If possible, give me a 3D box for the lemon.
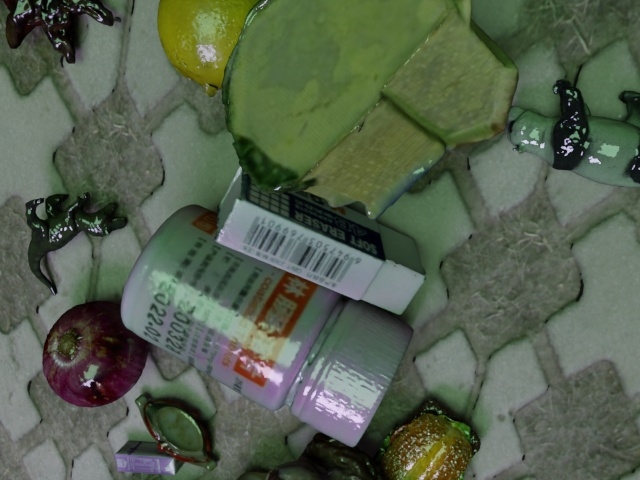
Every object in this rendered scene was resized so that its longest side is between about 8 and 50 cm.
[{"bbox_3d":[-0.142,-0.309,0.954,0.173,0.173,0.206,-11,98,17],"label":"lemon"}]

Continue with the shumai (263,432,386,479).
[{"bbox_3d":[0.012,0.422,1.047,0.218,0.185,0.184,48,152,17],"label":"shumai"}]

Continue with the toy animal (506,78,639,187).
[{"bbox_3d":[0.358,-0.142,0.909,0.225,0.094,0.121,15,115,10],"label":"toy animal"}]

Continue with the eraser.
[{"bbox_3d":[0.000,0.000,0.956,0.287,0.130,0.086,24,115,-16],"label":"eraser"}]

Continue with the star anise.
[{"bbox_3d":[-0.426,-0.409,1.041,0.272,0.102,0.272,2,101,12],"label":"star anise"}]

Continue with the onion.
[{"bbox_3d":[-0.374,0.188,1.144,0.177,0.153,0.177,3,95,30],"label":"onion"}]

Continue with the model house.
[{"bbox_3d":[0.070,-0.198,0.885,0.321,0.266,0.261,-46,53,21],"label":"model house"}]

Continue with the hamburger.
[{"bbox_3d":[0.167,0.340,1.066,0.137,0.087,0.166,39,109,3],"label":"hamburger"}]

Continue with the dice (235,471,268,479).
[{"bbox_3d":[-0.102,0.505,1.133,0.169,0.166,0.169,26,108,7],"label":"dice"}]

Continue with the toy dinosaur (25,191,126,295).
[{"bbox_3d":[-0.420,0.011,1.144,0.187,0.087,0.179,-5,100,17],"label":"toy dinosaur"}]

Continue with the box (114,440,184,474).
[{"bbox_3d":[-0.302,0.387,1.220,0.117,0.050,0.036,0,104,16],"label":"box"}]

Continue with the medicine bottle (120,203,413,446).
[{"bbox_3d":[-0.077,0.124,1.010,0.388,0.219,0.219,29,108,7],"label":"medicine bottle"}]

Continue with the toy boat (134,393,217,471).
[{"bbox_3d":[-0.247,0.330,1.183,0.185,0.089,0.071,43,153,2],"label":"toy boat"}]
